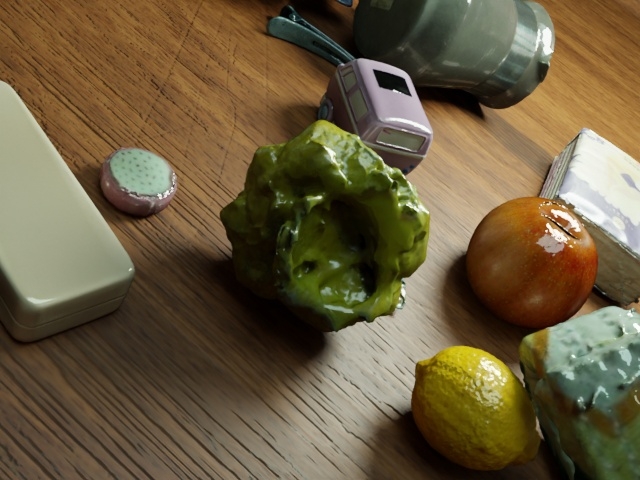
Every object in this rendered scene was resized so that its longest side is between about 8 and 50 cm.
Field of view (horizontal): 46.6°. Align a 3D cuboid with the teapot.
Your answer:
[{"bbox_3d":[0.261,-0.437,1.532,0.361,0.306,0.376,16,14,-33],"label":"teapot"}]

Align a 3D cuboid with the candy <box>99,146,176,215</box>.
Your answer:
[{"bbox_3d":[-0.246,-0.080,1.005,0.103,0.043,0.103,20,42,-19],"label":"candy"}]

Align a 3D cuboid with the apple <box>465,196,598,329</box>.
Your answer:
[{"bbox_3d":[0.342,0.027,1.187,0.210,0.173,0.235,24,41,-12],"label":"apple"}]

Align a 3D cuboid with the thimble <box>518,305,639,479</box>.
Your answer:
[{"bbox_3d":[0.363,0.221,0.928,0.254,0.167,0.288,-107,171,-50],"label":"thimble"}]

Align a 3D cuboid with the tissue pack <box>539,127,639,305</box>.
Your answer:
[{"bbox_3d":[0.552,-0.060,1.442,0.242,0.125,0.344,37,41,3],"label":"tissue pack"}]

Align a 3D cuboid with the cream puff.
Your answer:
[{"bbox_3d":[0.001,-0.002,0.922,0.281,0.282,0.185,34,33,0],"label":"cream puff"}]

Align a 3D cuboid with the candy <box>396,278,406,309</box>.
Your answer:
[{"bbox_3d":[0.112,0.024,1.136,0.053,0.046,0.182,21,41,-18],"label":"candy"}]

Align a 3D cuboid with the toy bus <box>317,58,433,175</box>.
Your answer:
[{"bbox_3d":[0.092,-0.210,1.273,0.141,0.142,0.203,7,48,-27],"label":"toy bus"}]

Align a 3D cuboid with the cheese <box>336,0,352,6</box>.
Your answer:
[{"bbox_3d":[0.025,-0.605,1.653,0.203,0.083,0.321,21,40,-17],"label":"cheese"}]

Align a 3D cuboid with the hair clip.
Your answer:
[{"bbox_3d":[0.027,-0.363,1.453,0.275,0.048,0.083,32,37,-4],"label":"hair clip"}]

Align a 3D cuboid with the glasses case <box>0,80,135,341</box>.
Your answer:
[{"bbox_3d":[-0.362,-0.046,0.871,0.144,0.076,0.336,-20,64,-42],"label":"glasses case"}]

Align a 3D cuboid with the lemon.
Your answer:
[{"bbox_3d":[0.195,0.216,0.936,0.187,0.142,0.142,38,41,6],"label":"lemon"}]
